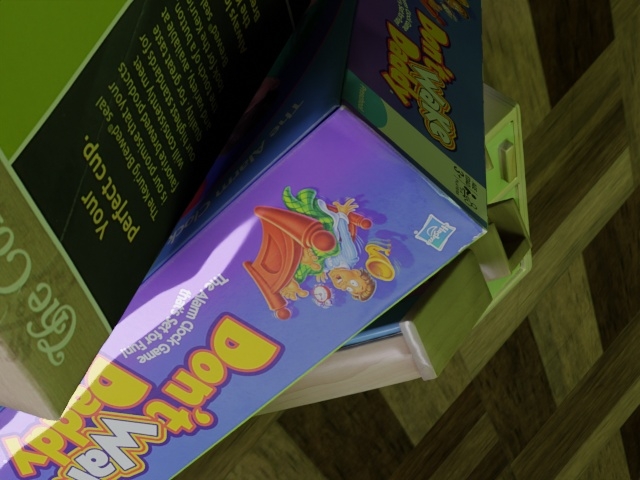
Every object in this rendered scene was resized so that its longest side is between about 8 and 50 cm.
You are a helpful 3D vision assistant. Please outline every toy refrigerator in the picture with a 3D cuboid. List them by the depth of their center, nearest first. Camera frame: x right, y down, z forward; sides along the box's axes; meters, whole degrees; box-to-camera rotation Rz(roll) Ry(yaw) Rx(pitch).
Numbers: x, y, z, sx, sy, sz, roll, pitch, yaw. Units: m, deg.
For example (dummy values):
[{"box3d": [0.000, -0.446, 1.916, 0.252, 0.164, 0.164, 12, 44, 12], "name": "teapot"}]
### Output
[{"box3d": [0.139, -0.032, 1.252, 0.102, 0.094, 0.269, -43, 147, -18], "name": "toy refrigerator"}]

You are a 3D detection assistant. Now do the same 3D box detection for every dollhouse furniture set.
[{"box3d": [-0.012, -0.056, 1.009, 0.286, 0.198, 0.303, -42, 112, -58], "name": "dollhouse furniture set"}]

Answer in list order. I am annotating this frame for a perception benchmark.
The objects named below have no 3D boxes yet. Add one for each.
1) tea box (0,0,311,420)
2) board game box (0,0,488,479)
[{"box3d": [-0.160, -0.170, 0.462, 0.323, 0.220, 0.329, -63, 151, -31], "name": "tea box"}, {"box3d": [-0.071, 0.009, 0.639, 0.347, 0.078, 0.233, -40, -158, 28], "name": "board game box"}]
